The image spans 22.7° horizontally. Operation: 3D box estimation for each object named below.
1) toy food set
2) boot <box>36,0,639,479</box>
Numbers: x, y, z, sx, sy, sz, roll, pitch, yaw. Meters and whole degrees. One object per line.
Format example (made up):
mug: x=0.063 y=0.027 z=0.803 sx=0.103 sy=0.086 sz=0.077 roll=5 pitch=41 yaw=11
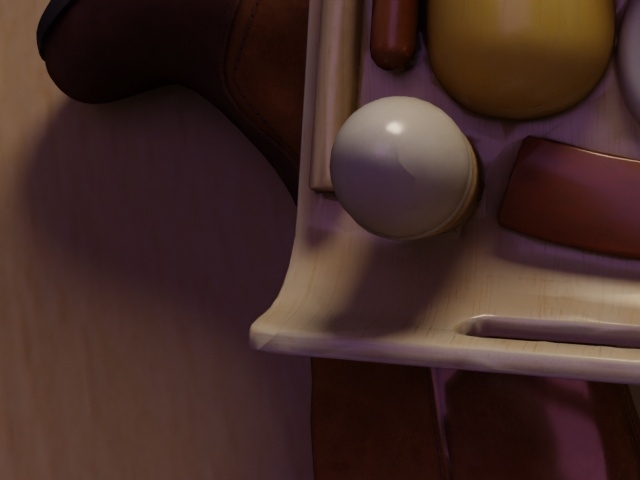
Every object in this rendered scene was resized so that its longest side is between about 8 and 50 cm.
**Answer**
toy food set: x=0.089 y=-0.106 z=0.548 sx=0.219 sy=0.092 sz=0.306 roll=3 pitch=89 yaw=18
boot: x=0.000 y=0.000 z=0.684 sx=0.264 sy=0.096 sz=0.280 roll=-11 pitch=84 yaw=25
